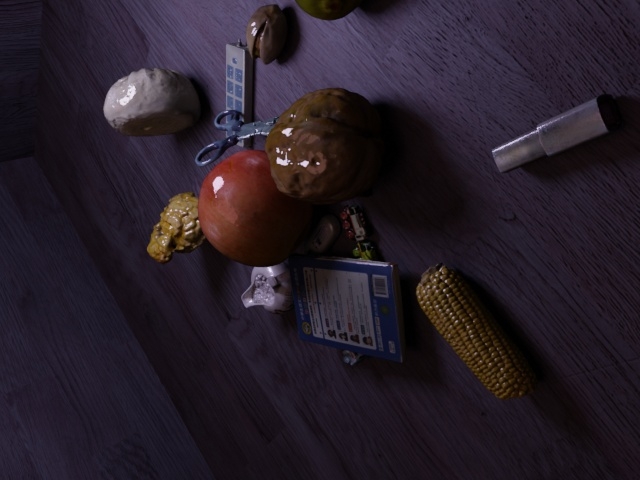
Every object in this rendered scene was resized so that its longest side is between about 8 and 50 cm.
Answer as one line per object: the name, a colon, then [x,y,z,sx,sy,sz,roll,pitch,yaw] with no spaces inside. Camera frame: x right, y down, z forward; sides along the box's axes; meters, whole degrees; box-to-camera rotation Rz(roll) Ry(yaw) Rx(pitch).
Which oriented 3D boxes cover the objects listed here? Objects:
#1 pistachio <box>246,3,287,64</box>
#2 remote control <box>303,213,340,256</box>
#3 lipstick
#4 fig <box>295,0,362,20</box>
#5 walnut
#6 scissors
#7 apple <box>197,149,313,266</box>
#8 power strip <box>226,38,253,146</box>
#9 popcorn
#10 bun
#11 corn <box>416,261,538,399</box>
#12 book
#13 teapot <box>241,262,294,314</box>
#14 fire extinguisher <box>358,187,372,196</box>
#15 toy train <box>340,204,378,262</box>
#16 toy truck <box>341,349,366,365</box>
pistachio: [-0.161,-0.613,1.746,0.124,0.124,0.185,53,145,19]
remote control: [0.000,0.000,1.886,0.078,0.042,0.221,53,138,18]
lipstick: [0.476,-0.212,1.200,0.253,0.079,0.077,-22,89,51]
fig: [0.011,-0.671,1.442,0.207,0.207,0.230,-26,87,51]
walnut: [0.005,-0.245,1.576,0.344,0.306,0.306,-15,95,50]
scissors: [-0.216,-0.355,1.857,0.383,0.256,0.029,-7,140,30]
apple: [-0.192,-0.090,1.824,0.364,0.364,0.364,24,124,42]
power strip: [-0.277,-0.498,1.986,0.106,0.043,0.367,30,128,37]
popcorn: [-0.548,-0.053,2.322,0.225,0.332,0.265,45,173,-11]
bun: [-0.622,-0.521,2.160,0.360,0.360,0.211,-17,86,52]
corn: [0.380,0.230,1.467,0.387,0.144,0.144,57,140,16]
book: [0.072,0.198,1.791,0.428,0.039,0.300,5,107,43]
teapot: [-0.168,0.158,2.074,0.299,0.166,0.208,-45,59,59]
fire extinguisher: [0.082,-0.153,1.721,0.158,0.043,0.064,11,157,47]
toy train: [0.125,0.010,1.740,0.085,0.053,0.249,-16,94,43]
toy truck: [0.098,0.302,1.884,0.178,0.080,0.115,56,130,18]
